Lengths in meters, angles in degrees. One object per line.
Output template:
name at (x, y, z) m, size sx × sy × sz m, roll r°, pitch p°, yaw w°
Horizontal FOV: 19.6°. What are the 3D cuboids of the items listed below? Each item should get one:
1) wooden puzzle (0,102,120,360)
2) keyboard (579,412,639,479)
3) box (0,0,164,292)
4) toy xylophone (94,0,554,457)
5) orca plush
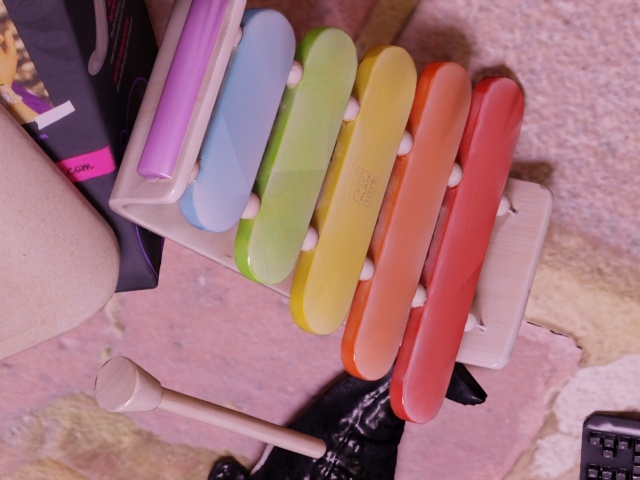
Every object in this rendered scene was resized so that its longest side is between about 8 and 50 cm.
wooden puzzle at (-0.324, -0.001, 0.899) m, size 0.348 × 0.080 × 0.322 m, roll -26°, pitch 124°, yaw 19°
keyboard at (0.264, 0.173, 1.243) m, size 0.180 × 0.023 × 0.108 m, roll 8°, pitch 130°, yaw 15°
box at (-0.177, -0.114, 0.968) m, size 0.143 × 0.165 × 0.270 m, roll -8°, pitch 128°, yaw 8°
toy xylophone at (0.000, 0.000, 0.993) m, size 0.081 × 0.236 × 0.323 m, roll 8°, pitch 175°, yaw 40°
orca plush at (0.014, 0.190, 1.244) m, size 0.151 × 0.102 × 0.287 m, roll 32°, pitch 124°, yaw -21°
